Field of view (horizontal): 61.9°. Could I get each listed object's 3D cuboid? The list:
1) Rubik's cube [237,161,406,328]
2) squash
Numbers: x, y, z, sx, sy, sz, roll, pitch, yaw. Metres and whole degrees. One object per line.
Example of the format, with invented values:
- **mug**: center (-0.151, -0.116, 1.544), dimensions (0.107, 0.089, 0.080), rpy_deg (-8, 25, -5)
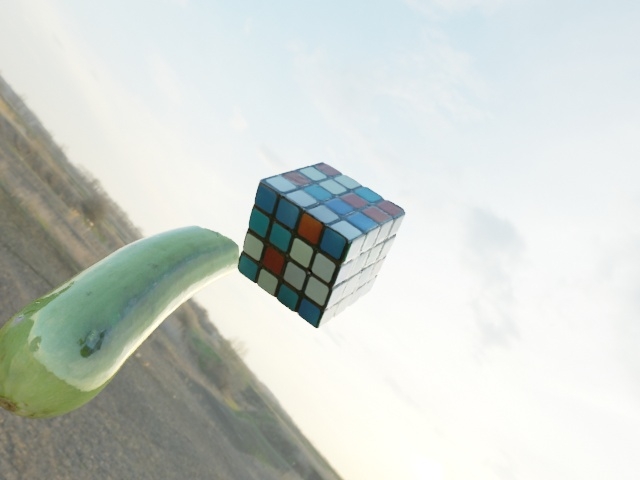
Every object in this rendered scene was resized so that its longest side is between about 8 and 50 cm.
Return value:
- **Rubik's cube**: center (0.000, 0.000, 0.745), dimensions (0.154, 0.155, 0.151), rpy_deg (33, -58, 23)
- **squash**: center (-0.160, 0.051, 0.447), dimensions (0.083, 0.250, 0.083), rpy_deg (10, -64, 20)
